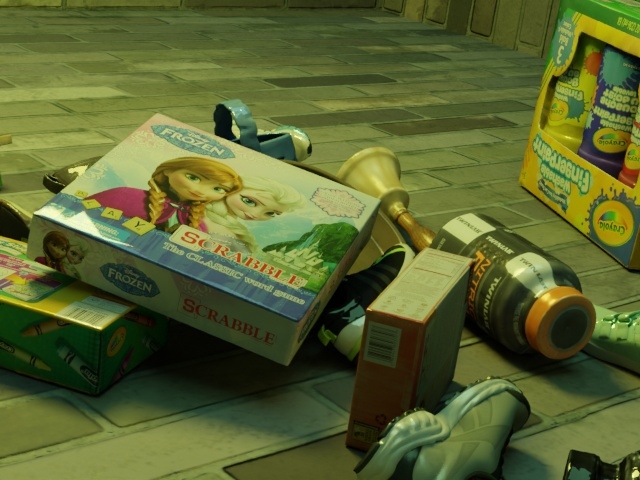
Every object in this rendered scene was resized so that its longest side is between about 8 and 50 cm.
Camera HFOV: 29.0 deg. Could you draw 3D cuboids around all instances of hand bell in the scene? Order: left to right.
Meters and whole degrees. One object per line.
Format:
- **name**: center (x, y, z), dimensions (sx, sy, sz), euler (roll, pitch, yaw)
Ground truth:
- **hand bell**: center (0.129, -0.032, 1.891), dimensions (0.126, 0.126, 0.242), euler (-4, 34, -31)

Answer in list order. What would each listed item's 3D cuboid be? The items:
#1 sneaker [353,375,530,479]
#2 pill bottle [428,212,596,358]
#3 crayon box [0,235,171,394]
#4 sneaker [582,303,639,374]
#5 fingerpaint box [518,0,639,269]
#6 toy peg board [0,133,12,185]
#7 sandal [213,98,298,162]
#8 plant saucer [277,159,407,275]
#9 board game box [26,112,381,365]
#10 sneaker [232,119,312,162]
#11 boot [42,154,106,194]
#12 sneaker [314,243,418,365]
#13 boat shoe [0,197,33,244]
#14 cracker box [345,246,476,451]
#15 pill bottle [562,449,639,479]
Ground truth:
- **sneaker**: center (0.138, 0.210, 1.202), dimensions (0.108, 0.100, 0.271), euler (45, 29, 19)
- **pill bottle**: center (0.247, 0.063, 1.585), dimensions (0.131, 0.130, 0.246), euler (-2, 21, -26)
- **crayon box**: center (-0.327, 0.074, 1.391), dimensions (0.279, 0.081, 0.165), euler (14, 20, 17)
- **sneaker**: center (0.414, 0.088, 1.549), dimensions (0.094, 0.151, 0.256), euler (-8, 24, -36)
- **fingerpaint box**: center (0.520, -0.196, 2.077), dimensions (0.163, 0.371, 0.445), euler (4, 20, -17)
- **toy peg board**: center (-0.574, -0.109, 1.861), dimensions (0.161, 0.079, 0.161), euler (1, 12, 33)
- **sandal**: center (-0.072, -0.098, 1.792), dimensions (0.317, 0.138, 0.126), euler (29, -6, -36)
- **plant saucer**: center (0.000, 0.000, 1.648), dimensions (0.278, 0.041, 0.277), euler (23, 34, -17)
- **board game box**: center (-0.123, -0.016, 1.448), dimensions (0.319, 0.065, 0.318), euler (21, 31, 8)
- **sneaker**: center (-0.108, -0.167, 2.219), dimensions (0.191, 0.071, 0.083), euler (8, 23, 25)
- **boot**: center (-0.219, -0.048, 1.686), dimensions (0.263, 0.091, 0.229), euler (-6, 40, -35)
- **sneaker**: center (0.052, 0.059, 1.508), dimensions (0.097, 0.084, 0.234), euler (29, 31, -2)
- **boat shoe**: center (-0.385, -0.007, 1.646), dimensions (0.190, 0.068, 0.072), euler (26, 10, 14)
- **cracker box**: center (0.100, 0.115, 1.336), dimensions (0.067, 0.155, 0.232), euler (14, 19, 17)
- **pill bottle**: center (0.317, 0.253, 1.077), dimensions (0.219, 0.122, 0.123), euler (13, 19, 12)
